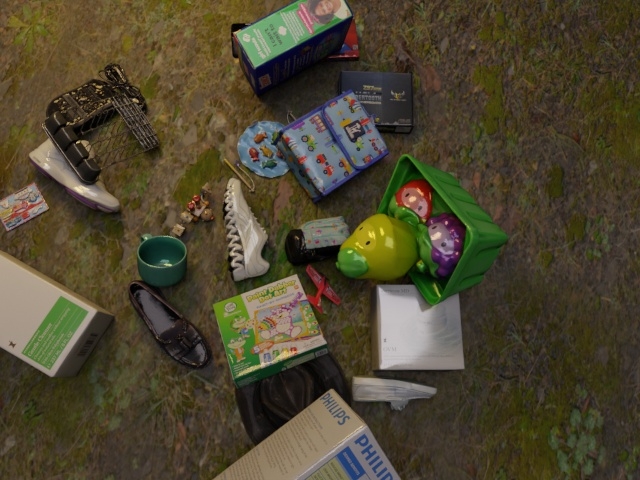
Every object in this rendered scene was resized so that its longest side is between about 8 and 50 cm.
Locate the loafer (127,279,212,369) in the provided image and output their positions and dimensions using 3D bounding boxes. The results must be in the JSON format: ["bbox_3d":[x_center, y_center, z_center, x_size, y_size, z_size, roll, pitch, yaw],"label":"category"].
[{"bbox_3d":[-0.413,0.225,1.385,0.109,0.095,0.302,-43,81,-13],"label":"loafer"}]

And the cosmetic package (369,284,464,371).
[{"bbox_3d":[0.254,0.238,1.403,0.224,0.138,0.225,0,73,-3],"label":"cosmetic package"}]

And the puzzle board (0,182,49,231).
[{"bbox_3d":[-0.860,-0.098,1.488,0.128,0.011,0.096,-32,79,-12],"label":"puzzle board"}]

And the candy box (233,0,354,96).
[{"bbox_3d":[-0.082,-0.576,1.508,0.317,0.268,0.122,-32,93,-5],"label":"candy box"}]

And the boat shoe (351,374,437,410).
[{"bbox_3d":[0.195,0.411,1.389,0.227,0.079,0.081,5,84,3],"label":"boat shoe"}]

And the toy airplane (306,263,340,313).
[{"bbox_3d":[0.000,0.142,1.428,0.028,0.151,0.151,-31,76,25],"label":"toy airplane"}]

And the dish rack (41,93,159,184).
[{"bbox_3d":[-0.602,-0.300,1.463,0.208,0.074,0.271,57,43,-7],"label":"dish rack"}]

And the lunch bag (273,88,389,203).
[{"bbox_3d":[0.048,-0.285,1.519,0.293,0.138,0.221,-35,94,-15],"label":"lunch bag"}]

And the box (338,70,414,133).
[{"bbox_3d":[0.171,-0.431,1.616,0.232,0.059,0.183,3,74,-3],"label":"box"}]

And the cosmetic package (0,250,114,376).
[{"bbox_3d":[-0.760,0.183,1.346,0.365,0.155,0.197,28,76,3],"label":"cosmetic package"}]

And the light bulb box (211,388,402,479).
[{"bbox_3d":[0.005,0.610,1.181,0.361,0.225,0.358,-34,105,-12],"label":"light bulb box"}]

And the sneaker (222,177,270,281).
[{"bbox_3d":[-0.214,-0.034,1.470,0.118,0.110,0.292,-7,84,-13],"label":"sneaker"}]

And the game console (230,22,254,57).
[{"bbox_3d":[-0.225,-0.648,1.675,0.122,0.071,0.107,-3,45,-5],"label":"game console"}]

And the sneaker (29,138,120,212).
[{"bbox_3d":[-0.676,-0.199,1.472,0.305,0.114,0.152,37,77,6],"label":"sneaker"}]

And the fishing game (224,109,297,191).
[{"bbox_3d":[-0.157,-0.283,1.567,0.264,0.041,0.189,-36,83,-12],"label":"fishing game"}]

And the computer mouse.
[{"bbox_3d":[-0.679,-0.402,1.556,0.272,0.072,0.188,-35,81,-22],"label":"computer mouse"}]

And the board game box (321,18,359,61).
[{"bbox_3d":[-0.021,-0.647,1.680,0.281,0.027,0.145,-4,74,-5],"label":"board game box"}]

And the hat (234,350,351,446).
[{"bbox_3d":[-0.067,0.406,1.340,0.331,0.134,0.331,1,74,-4],"label":"hat"}]

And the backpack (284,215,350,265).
[{"bbox_3d":[0.000,0.000,1.449,0.182,0.152,0.115,-10,85,-19],"label":"backpack"}]

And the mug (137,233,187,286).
[{"bbox_3d":[-0.433,0.056,1.424,0.129,0.097,0.158,2,39,-13],"label":"mug"}]

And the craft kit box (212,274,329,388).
[{"bbox_3d":[-0.136,0.231,1.368,0.250,0.061,0.246,-20,45,-9],"label":"craft kit box"}]

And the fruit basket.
[{"bbox_3d":[0.229,-0.021,1.351,0.392,0.283,0.392,13,36,-9],"label":"fruit basket"}]

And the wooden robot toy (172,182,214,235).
[{"bbox_3d":[-0.346,-0.078,1.487,0.079,0.076,0.173,34,76,-6],"label":"wooden robot toy"}]
